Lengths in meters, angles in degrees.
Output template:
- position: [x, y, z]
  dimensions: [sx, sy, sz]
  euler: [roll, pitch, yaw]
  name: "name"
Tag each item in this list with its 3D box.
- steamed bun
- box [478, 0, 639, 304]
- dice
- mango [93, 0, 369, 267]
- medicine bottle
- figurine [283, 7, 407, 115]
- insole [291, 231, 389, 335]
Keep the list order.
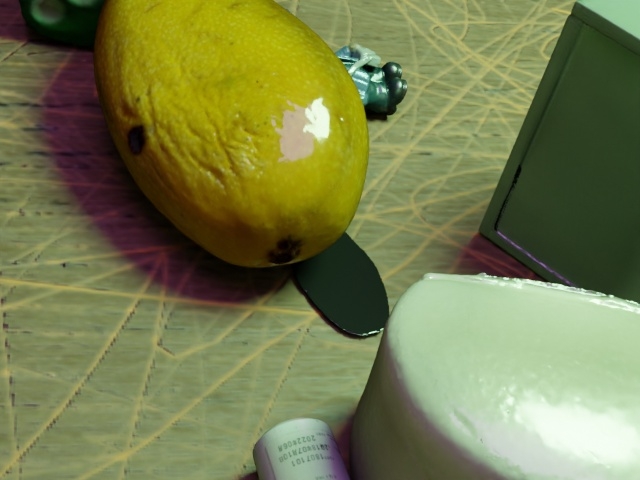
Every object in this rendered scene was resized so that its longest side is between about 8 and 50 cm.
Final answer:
- position: [0.142, 0.128, 0.665]
  dimensions: [0.241, 0.146, 0.164]
  euler: [13, 41, -2]
  name: "steamed bun"
- position: [0.264, -0.046, 0.807]
  dimensions: [0.225, 0.225, 0.117]
  euler: [38, 50, 20]
  name: "box"
- position: [-0.189, -0.249, 0.954]
  dimensions: [0.120, 0.128, 0.131]
  euler: [8, 44, -9]
  name: "dice"
- position: [-0.071, -0.106, 0.838]
  dimensions: [0.177, 0.120, 0.295]
  euler: [-29, 61, -3]
  name: "mango"
- position: [-0.006, 0.154, 0.669]
  dimensions: [0.052, 0.052, 0.089]
  euler: [-6, 49, -19]
  name: "medicine bottle"
- position: [-0.001, -0.136, 0.949]
  dimensions: [0.136, 0.079, 0.077]
  euler: [19, 37, -29]
  name: "figurine"
- position: [0.000, 0.000, 0.850]
  dimensions: [0.064, 0.004, 0.188]
  euler: [-8, 50, -22]
  name: "insole"
